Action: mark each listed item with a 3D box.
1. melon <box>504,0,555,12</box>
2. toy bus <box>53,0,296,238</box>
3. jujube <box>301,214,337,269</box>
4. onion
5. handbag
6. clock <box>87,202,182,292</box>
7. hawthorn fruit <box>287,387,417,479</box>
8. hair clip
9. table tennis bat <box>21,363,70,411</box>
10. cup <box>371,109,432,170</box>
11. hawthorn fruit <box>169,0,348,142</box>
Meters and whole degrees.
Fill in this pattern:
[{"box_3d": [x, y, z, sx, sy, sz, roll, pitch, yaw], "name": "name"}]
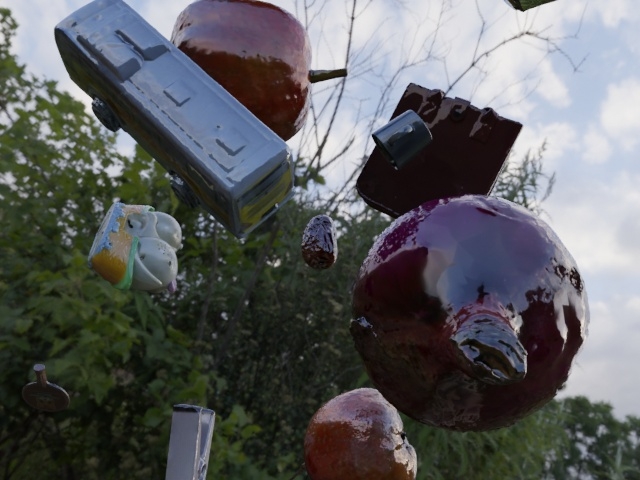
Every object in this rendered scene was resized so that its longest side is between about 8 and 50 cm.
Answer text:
[{"box_3d": [0.292, -0.351, 0.742, 0.128, 0.160, 0.079, -14, -73, 22], "name": "melon"}, {"box_3d": [-0.101, -0.085, 0.380, 0.190, 0.064, 0.075, 43, -19, 13], "name": "toy bus"}, {"box_3d": [0.000, 0.000, 1.180, 0.078, 0.129, 0.077, 4, -41, 3], "name": "jujube"}, {"box_3d": [0.203, 0.109, 0.772, 0.348, 0.347, 0.385, 26, 7, 4], "name": "onion"}, {"box_3d": [0.232, -0.158, 1.146, 0.260, 0.275, 0.084, 28, 1, 21], "name": "handbag"}, {"box_3d": [-0.303, 0.011, 0.960, 0.144, 0.231, 0.103, 30, -63, -25], "name": "clock"}, {"box_3d": [0.073, 0.422, 1.165, 0.263, 0.234, 0.231, 5, -9, -14], "name": "hawthorn fruit"}, {"box_3d": [-0.299, 0.534, 1.247, 0.085, 0.330, 0.101, 5, -19, 2], "name": "hair clip"}, {"box_3d": [-0.638, 0.314, 1.352, 0.108, 0.119, 0.169, 8, -51, -6], "name": "table tennis bat"}, {"box_3d": [0.139, -0.173, 0.956, 0.078, 0.077, 0.100, 53, 3, 4], "name": "cup"}, {"box_3d": [-0.115, -0.297, 1.041, 0.331, 0.286, 0.287, -5, -27, -3], "name": "hawthorn fruit"}]
